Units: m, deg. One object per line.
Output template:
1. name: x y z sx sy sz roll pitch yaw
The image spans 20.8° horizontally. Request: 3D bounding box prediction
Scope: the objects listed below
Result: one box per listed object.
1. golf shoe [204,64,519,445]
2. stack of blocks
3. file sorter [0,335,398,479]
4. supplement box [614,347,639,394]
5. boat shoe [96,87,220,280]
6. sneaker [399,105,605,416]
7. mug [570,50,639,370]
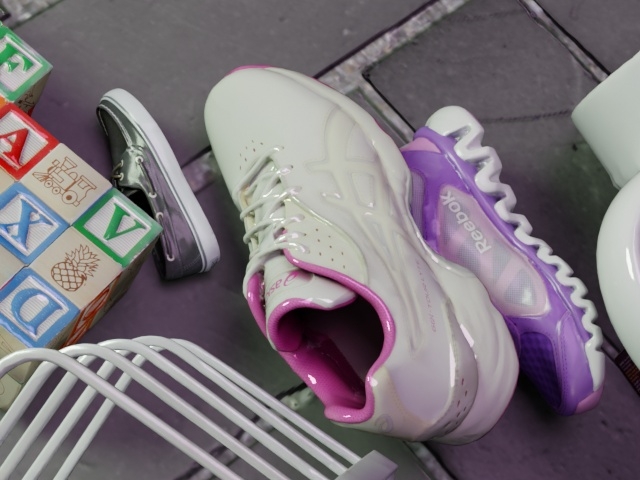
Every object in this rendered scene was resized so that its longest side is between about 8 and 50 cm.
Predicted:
1. golf shoe: 0.000 0.000 1.107 0.140 0.115 0.306 -3 48 -48
2. stack of blocks: -0.247 -0.056 1.098 0.297 0.087 0.171 40 53 4
3. file sorter: -0.094 0.162 0.905 0.173 0.277 0.193 35 93 8
4. supplement box: 0.254 0.096 1.211 0.055 0.043 0.083 -28 74 -27
5. boat shoe: -0.117 -0.038 1.163 0.040 0.049 0.142 -24 75 -26
6. sneaker: 0.102 0.025 1.179 0.104 0.095 0.236 -23 67 -19
7. mug: 0.340 -0.010 1.161 0.374 0.276 0.328 -32 83 -30
